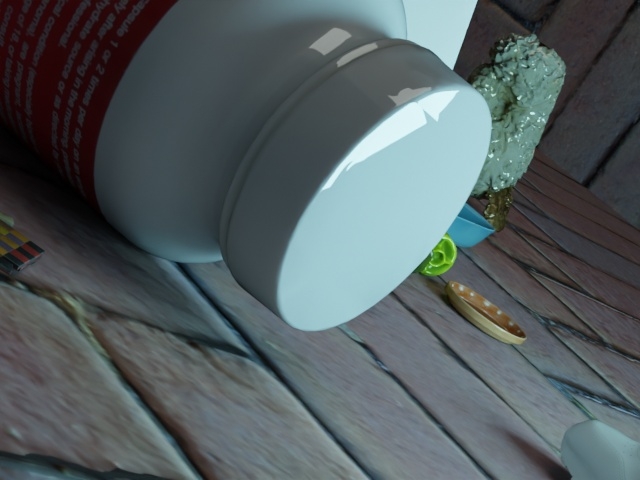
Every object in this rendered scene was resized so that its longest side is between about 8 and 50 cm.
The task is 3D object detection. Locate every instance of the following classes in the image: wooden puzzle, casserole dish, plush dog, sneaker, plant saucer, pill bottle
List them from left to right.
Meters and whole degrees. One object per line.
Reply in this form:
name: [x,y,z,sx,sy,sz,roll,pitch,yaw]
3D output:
wooden puzzle: [-0.169,-0.002,0.892,0.049,0.006,0.083,35,11,1]
pill bottle: [-0.098,-0.134,1.079,0.408,0.229,0.229,41,13,27]
casserole dish: [0.102,-0.039,1.771,0.114,0.037,0.188,43,14,34]
plush dog: [0.135,-0.137,2.031,0.225,0.210,0.262,20,-16,-6]
plant saucer: [0.141,0.065,1.507,0.083,0.013,0.083,34,12,-8]
sneaker: [0.259,0.183,1.147,0.235,0.095,0.090,41,14,34]

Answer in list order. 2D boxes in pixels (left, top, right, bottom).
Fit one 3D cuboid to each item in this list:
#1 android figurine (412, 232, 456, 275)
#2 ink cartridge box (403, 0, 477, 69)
android figurine: [0.011,-0.059,1.535,0.248,0.056,0.273,29,13,-25]
ink cartridge box: [-0.017,-0.134,1.283,0.100,0.172,0.237,24,-7,-38]
